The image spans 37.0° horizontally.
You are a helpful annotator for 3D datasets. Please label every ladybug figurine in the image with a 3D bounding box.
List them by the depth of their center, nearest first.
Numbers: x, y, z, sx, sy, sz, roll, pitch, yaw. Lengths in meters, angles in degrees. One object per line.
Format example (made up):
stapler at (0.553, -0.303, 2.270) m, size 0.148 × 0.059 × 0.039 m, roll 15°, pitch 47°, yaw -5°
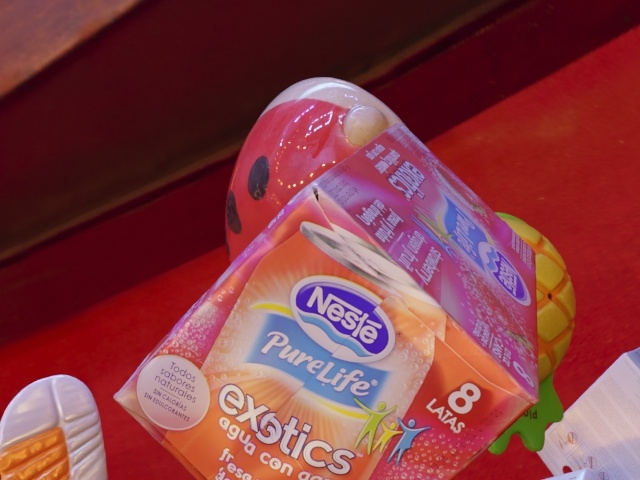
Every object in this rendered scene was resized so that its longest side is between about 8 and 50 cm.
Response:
ladybug figurine at (0.000, 0.000, 1.111) m, size 0.305 × 0.162 × 0.449 m, roll 43°, pitch 153°, yaw 20°

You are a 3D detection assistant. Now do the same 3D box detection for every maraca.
maraca at (0.144, 0.069, 0.737) m, size 0.099 × 0.127 × 0.186 m, roll -20°, pitch 69°, yaw 57°

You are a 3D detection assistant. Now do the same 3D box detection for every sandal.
sandal at (-0.261, 0.269, 0.959) m, size 0.102 × 0.076 × 0.265 m, roll -9°, pitch 88°, yaw -18°

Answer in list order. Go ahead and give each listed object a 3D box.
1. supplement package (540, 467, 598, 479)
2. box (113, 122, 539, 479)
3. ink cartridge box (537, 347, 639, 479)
supplement package at (0.243, 0.403, 0.950) m, size 0.145 × 0.262 × 0.204 m, roll -29°, pitch 111°, yaw 39°
box at (0.024, 0.036, 0.481) m, size 0.122 × 0.257 × 0.128 m, roll 43°, pitch 107°, yaw 1°
ink cartridge box at (0.333, 0.227, 1.036) m, size 0.145 × 0.045 × 0.179 m, roll 55°, pitch 134°, yaw 28°
